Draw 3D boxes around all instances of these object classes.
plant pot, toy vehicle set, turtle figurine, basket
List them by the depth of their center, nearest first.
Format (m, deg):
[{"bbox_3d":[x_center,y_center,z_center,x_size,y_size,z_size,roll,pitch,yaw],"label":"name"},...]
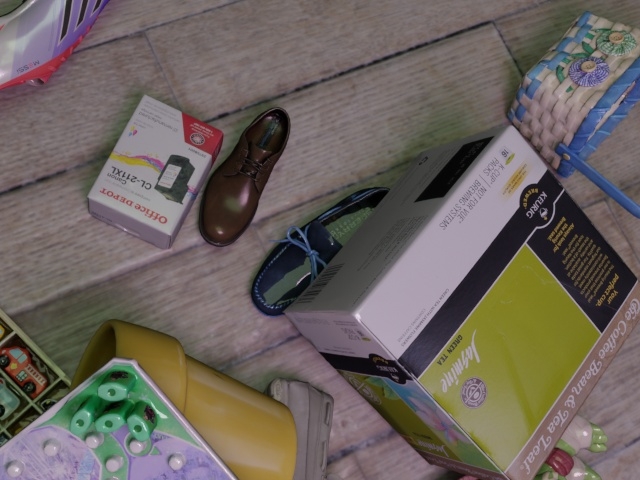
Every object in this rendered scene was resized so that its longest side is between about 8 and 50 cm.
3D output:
[{"bbox_3d":[-0.169,0.242,0.998,0.239,0.254,0.254,18,70,-24],"label":"plant pot"},{"bbox_3d":[-0.418,0.201,1.090,0.267,0.035,0.166,44,70,3],"label":"toy vehicle set"},{"bbox_3d":[0.299,0.368,1.097,0.266,0.275,0.198,-36,105,-32],"label":"turtle figurine"},{"bbox_3d":[0.455,-0.193,1.314,0.289,0.201,0.255,38,68,11],"label":"basket"}]

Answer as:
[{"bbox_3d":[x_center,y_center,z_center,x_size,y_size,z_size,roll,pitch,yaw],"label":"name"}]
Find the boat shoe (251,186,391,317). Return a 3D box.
[{"bbox_3d":[0.000,0.000,1.215,0.109,0.089,0.258,42,70,2],"label":"boat shoe"}]

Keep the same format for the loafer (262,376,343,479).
[{"bbox_3d":[-0.019,0.317,1.067,0.111,0.112,0.319,12,50,-17],"label":"loafer"}]

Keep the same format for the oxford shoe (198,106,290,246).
[{"bbox_3d":[-0.109,-0.098,1.218,0.083,0.096,0.227,25,72,-6],"label":"oxford shoe"}]

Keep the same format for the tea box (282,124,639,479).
[{"bbox_3d":[0.195,0.087,1.123,0.323,0.220,0.329,48,69,-14],"label":"tea box"}]

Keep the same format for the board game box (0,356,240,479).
[{"bbox_3d":[-0.217,0.375,0.837,0.390,0.050,0.390,-38,98,6],"label":"board game box"}]

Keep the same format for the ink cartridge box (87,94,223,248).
[{"bbox_3d":[-0.230,-0.094,1.201,0.127,0.072,0.175,25,69,-5],"label":"ink cartridge box"}]

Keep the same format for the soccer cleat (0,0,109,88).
[{"bbox_3d":[-0.394,-0.290,1.220,0.318,0.108,0.116,-40,107,-23],"label":"soccer cleat"}]
